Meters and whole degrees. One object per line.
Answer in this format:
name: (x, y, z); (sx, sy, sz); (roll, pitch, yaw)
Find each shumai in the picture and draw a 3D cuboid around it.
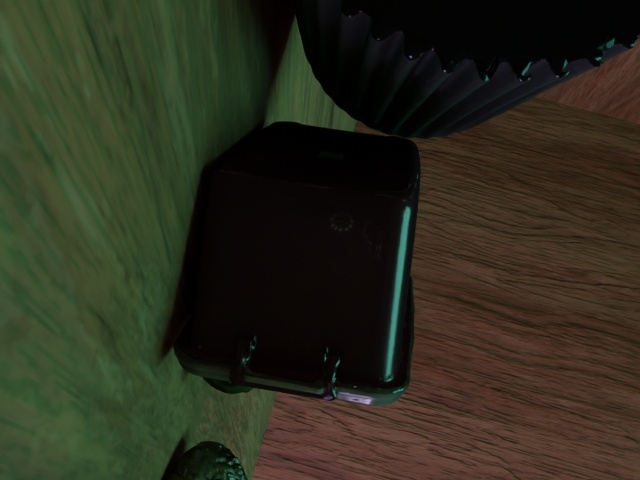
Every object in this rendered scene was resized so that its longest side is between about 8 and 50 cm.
shumai: (-0.103, 0.274, 0.788); (0.139, 0.105, 0.123); (-106, -170, -77)

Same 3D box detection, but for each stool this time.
stool: (0.110, -0.235, 0.626); (0.330, 0.297, 0.297); (120, -14, -87)

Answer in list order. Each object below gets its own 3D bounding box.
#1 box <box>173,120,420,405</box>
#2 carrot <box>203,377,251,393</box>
box: (0.000, 0.000, 0.680); (0.294, 0.193, 0.168); (-67, 167, -71)
carrot: (-0.077, 0.069, 0.829); (0.298, 0.078, 0.078); (-86, -170, -72)
